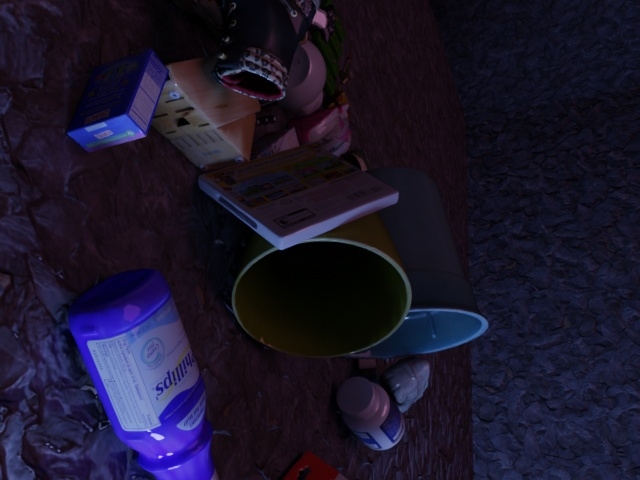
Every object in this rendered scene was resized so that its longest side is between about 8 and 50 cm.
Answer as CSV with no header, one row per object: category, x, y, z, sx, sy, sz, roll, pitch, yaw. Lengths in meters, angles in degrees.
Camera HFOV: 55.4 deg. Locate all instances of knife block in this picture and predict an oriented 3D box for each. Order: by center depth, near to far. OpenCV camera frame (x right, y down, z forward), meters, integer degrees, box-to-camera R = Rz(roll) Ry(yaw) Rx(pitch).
knife block,-0.161,-0.242,0.911,0.275,0.088,0.241,45,42,-55

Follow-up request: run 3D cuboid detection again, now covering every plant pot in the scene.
plant pot,0.000,0.000,1.039,0.293,0.275,0.274,-91,160,-48
plant pot,0.149,0.046,1.292,0.341,0.342,0.333,41,39,-58

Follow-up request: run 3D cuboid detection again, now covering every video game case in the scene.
video game case,-0.033,-0.077,0.918,0.227,0.206,0.026,-23,133,-35

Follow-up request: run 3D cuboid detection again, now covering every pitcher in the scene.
pitcher,-0.062,-0.325,1.124,0.177,0.126,0.207,63,5,-3

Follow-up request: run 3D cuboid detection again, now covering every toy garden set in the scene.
toy garden set,0.023,-0.425,1.456,0.203,0.049,0.244,56,34,-44

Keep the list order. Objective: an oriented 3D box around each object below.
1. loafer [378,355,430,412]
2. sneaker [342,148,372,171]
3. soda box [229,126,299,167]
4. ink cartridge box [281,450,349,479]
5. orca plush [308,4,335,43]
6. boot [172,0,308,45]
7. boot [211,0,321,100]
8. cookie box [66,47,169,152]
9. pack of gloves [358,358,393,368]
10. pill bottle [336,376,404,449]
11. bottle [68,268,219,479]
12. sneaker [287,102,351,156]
loafer,0.208,0.346,1.472,0.112,0.112,0.319,60,-7,16
sneaker,0.116,-0.147,1.561,0.086,0.064,0.192,-52,127,-53
soda box,-0.093,-0.144,1.079,0.183,0.058,0.062,-56,134,-58
ink cartridge box,0.028,0.488,1.056,0.078,0.231,0.134,-60,166,19
orca plush,-0.099,-0.462,1.090,0.287,0.102,0.151,8,101,-37
boot,-0.124,-0.364,0.924,0.213,0.165,0.077,30,75,-63
boot,-0.124,-0.305,0.810,0.237,0.085,0.178,20,70,-17
cookie box,-0.234,-0.162,0.708,0.040,0.092,0.107,50,40,-47
pack of gloves,0.119,0.201,1.523,0.195,0.046,0.231,11,70,-54
pill bottle,0.106,0.373,1.325,0.186,0.112,0.111,58,33,-46
bottle,-0.190,0.178,0.706,0.118,0.092,0.282,-50,129,-62
sneaker,0.014,-0.223,1.298,0.252,0.103,0.111,-40,118,-63
